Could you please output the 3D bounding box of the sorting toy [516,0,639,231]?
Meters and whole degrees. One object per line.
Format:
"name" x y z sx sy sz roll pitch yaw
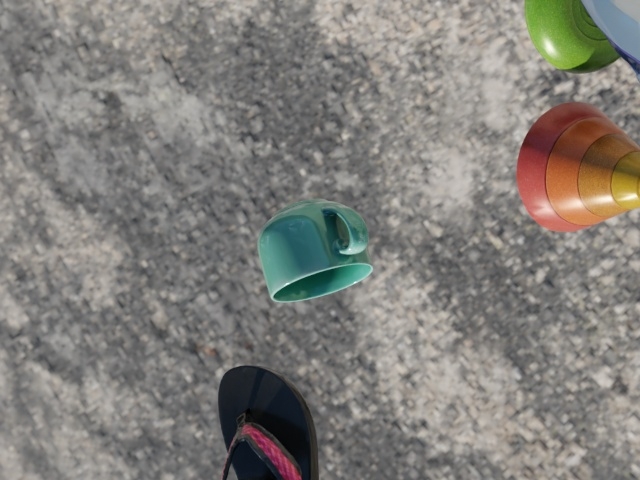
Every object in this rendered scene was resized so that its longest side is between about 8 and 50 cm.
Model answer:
"sorting toy" 0.256 -0.176 0.923 0.126 0.127 0.365 24 116 61

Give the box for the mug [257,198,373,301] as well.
"mug" 0.000 0.003 1.323 0.158 0.129 0.097 -24 73 21

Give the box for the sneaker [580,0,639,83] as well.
"sneaker" 0.264 -0.094 0.724 0.323 0.130 0.236 66 -175 36

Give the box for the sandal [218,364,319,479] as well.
"sandal" -0.031 0.155 0.668 0.067 0.040 0.179 -32 58 29
